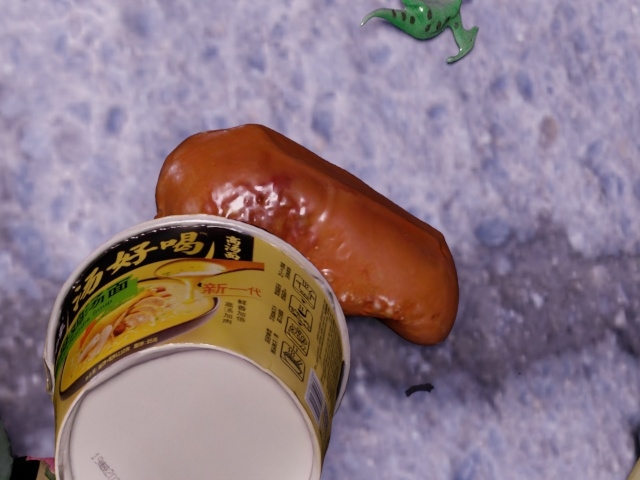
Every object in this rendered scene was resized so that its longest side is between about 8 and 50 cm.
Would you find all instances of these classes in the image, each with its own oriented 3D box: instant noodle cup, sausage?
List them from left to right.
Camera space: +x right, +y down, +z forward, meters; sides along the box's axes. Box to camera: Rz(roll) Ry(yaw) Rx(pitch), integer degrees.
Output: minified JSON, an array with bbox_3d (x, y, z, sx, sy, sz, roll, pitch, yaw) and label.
[{"bbox_3d":[-0.058,0.074,0.669,0.151,0.122,0.151,-1,107,-3],"label":"instant noodle cup"},{"bbox_3d":[0.000,0.000,0.759,0.179,0.089,0.089,25,74,-20],"label":"sausage"}]

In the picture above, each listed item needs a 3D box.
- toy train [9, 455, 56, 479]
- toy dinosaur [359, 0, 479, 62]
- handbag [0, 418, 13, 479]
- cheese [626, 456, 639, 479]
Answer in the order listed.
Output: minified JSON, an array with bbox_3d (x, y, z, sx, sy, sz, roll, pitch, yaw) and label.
[{"bbox_3d":[-0.130,0.168,0.658,0.087,0.050,0.138,55,23,-34],"label":"toy train"},{"bbox_3d":[0.059,-0.123,0.839,0.083,0.021,0.062,-43,117,-25],"label":"toy dinosaur"},{"bbox_3d":[-0.280,0.045,0.589,0.247,0.079,0.260,-26,109,-28],"label":"handbag"},{"bbox_3d":[0.202,0.175,0.865,0.255,0.050,0.127,-24,97,-27],"label":"cheese"}]
